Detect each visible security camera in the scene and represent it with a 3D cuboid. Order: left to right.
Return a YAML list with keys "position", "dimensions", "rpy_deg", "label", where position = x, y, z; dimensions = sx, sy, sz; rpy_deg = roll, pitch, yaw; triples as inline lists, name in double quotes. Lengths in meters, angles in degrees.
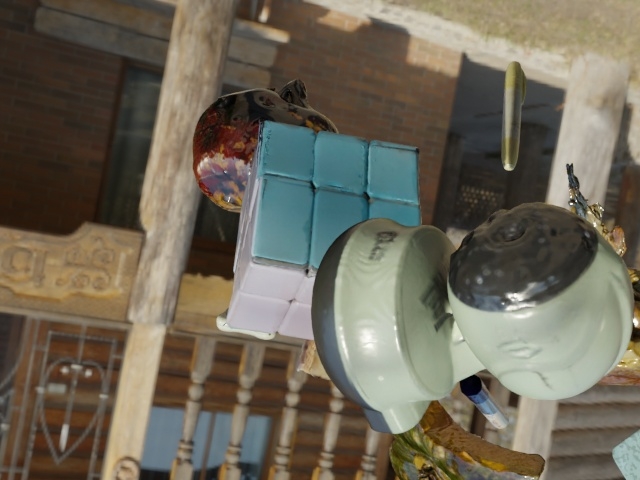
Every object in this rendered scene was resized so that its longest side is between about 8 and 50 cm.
- position: [0.150, 0.064, 0.735]
  dimensions: [0.277, 0.191, 0.197]
  rpy_deg: [-5, -147, 33]
  label: "security camera"

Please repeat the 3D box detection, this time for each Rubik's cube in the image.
- position: [0.000, 0.000, 1.071]
  dimensions: [0.224, 0.231, 0.221]
  rpy_deg: [9, 152, -10]
  label: "Rubik's cube"

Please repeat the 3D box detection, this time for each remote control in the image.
- position: [-0.131, 0.153, 1.457]
  dimensions: [0.122, 0.032, 0.074]
  rpy_deg: [9, -160, 18]
  label: "remote control"

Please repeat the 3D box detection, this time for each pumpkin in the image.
- position: [0.162, 0.288, 0.958]
  dimensions: [0.095, 0.290, 0.258]
  rpy_deg: [-26, -136, -17]
  label: "pumpkin"

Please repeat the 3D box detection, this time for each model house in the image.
- position: [0.056, 0.219, 1.600]
  dimensions: [0.183, 0.166, 0.172]
  rpy_deg: [17, 167, -12]
  label: "model house"

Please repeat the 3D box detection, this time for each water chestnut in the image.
- position: [-0.101, -0.173, 1.469]
  dimensions: [0.289, 0.244, 0.289]
  rpy_deg: [-5, -166, 1]
  label: "water chestnut"

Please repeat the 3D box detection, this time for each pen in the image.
- position: [0.252, 0.249, 1.178]
  dimensions: [0.033, 0.033, 0.269]
  rpy_deg: [10, 162, 25]
  label: "pen"
- position: [0.331, -0.215, 1.329]
  dimensions: [0.040, 0.233, 0.032]
  rpy_deg: [20, 149, -17]
  label: "pen"

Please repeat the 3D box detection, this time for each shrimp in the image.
- position: [0.650, -0.065, 1.839]
  dimensions: [0.117, 0.262, 0.066]
  rpy_deg: [-8, -167, 25]
  label: "shrimp"

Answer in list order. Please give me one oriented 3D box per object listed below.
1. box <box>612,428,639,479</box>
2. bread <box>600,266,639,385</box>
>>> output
- position: [0.628, 0.408, 1.341]
  dimensions: [0.130, 0.162, 0.227]
  rpy_deg: [1, -131, -36]
  label: "box"
- position: [0.450, 0.135, 1.176]
  dimensions: [0.324, 0.167, 0.277]
  rpy_deg: [11, 166, -36]
  label: "bread"
